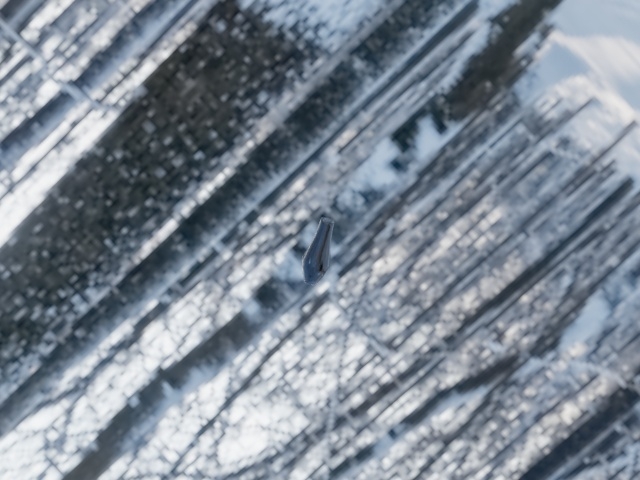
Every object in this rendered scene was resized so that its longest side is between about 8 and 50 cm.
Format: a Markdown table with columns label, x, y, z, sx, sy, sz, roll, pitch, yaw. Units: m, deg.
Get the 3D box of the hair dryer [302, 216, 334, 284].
| label | x | y | z | sx | sy | sz | roll | pitch | yaw |
| --- | --- | --- | --- | --- | --- | --- | --- | --- | --- |
| hair dryer | 0.000 | 0.000 | 1.414 | 0.031 | 0.079 | 0.083 | 15 | -155 | -4 |
